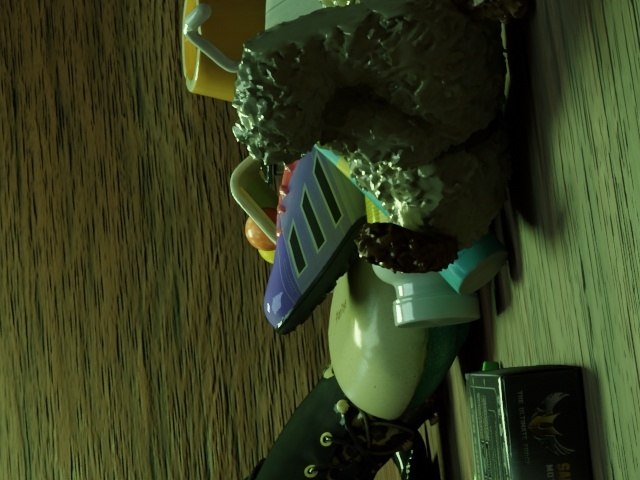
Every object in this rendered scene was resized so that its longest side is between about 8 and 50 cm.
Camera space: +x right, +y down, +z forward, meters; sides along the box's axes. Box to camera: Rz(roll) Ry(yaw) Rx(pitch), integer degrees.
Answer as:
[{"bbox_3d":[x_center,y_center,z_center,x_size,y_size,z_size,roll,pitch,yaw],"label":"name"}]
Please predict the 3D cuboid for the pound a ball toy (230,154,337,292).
[{"bbox_3d":[0.000,0.000,2.172,0.208,0.136,0.319,49,180,17],"label":"pound a ball toy"}]

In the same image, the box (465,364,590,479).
[{"bbox_3d":[0.153,0.206,1.280,0.183,0.056,0.231,120,145,-85],"label":"box"}]

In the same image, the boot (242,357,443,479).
[{"bbox_3d":[0.014,0.268,1.920,0.284,0.138,0.377,-55,13,5],"label":"boot"}]

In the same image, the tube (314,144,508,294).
[{"bbox_3d":[0.072,-0.046,1.475,0.207,0.080,0.052,50,176,22],"label":"tube"}]

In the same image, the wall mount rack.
[{"bbox_3d":[-0.005,-0.333,1.857,0.130,0.304,0.350,40,-146,-34],"label":"wall mount rack"}]

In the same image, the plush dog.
[{"bbox_3d":[0.082,-0.098,1.350,0.262,0.210,0.225,-58,-42,-46],"label":"plush dog"}]

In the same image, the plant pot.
[{"bbox_3d":[-0.058,-0.233,2.048,0.205,0.188,0.205,180,90,-77],"label":"plant pot"}]

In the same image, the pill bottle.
[{"bbox_3d":[0.092,-0.020,1.542,0.103,0.103,0.184,108,157,-81],"label":"pill bottle"}]

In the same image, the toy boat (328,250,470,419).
[{"bbox_3d":[0.088,0.142,1.728,0.267,0.148,0.318,129,144,-77],"label":"toy boat"}]

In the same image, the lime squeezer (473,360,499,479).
[{"bbox_3d":[0.139,0.264,1.585,0.110,0.059,0.310,-101,6,-56],"label":"lime squeezer"}]

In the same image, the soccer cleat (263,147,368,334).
[{"bbox_3d":[0.005,-0.064,1.679,0.318,0.116,0.108,-63,8,-15],"label":"soccer cleat"}]

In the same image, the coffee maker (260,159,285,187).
[{"bbox_3d":[0.019,-0.143,1.899,0.120,0.178,0.171,95,168,-56],"label":"coffee maker"}]

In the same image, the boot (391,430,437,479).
[{"bbox_3d":[0.111,0.265,2.109,0.099,0.045,0.121,90,167,-76],"label":"boot"}]
